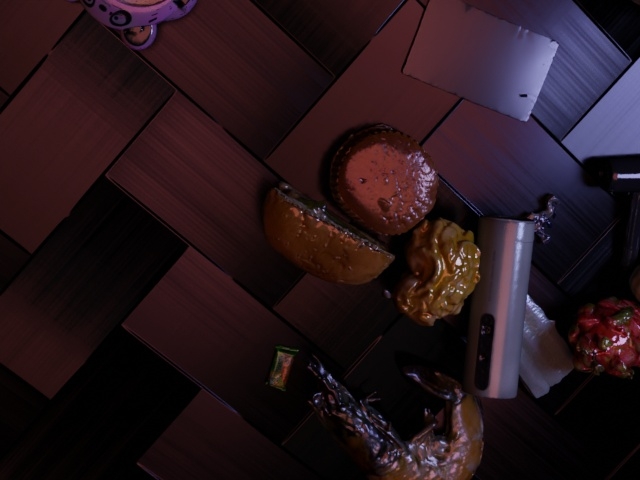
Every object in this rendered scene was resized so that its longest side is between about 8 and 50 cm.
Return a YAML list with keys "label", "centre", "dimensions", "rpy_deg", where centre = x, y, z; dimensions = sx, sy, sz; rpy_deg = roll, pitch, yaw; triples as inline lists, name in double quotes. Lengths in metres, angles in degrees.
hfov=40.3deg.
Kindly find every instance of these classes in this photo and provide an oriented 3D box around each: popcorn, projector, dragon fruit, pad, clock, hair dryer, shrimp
- label: "popcorn"
  centre: [0.217, 0.063, 1.601]
  dimensions: [0.163, 0.140, 0.194]
  rpy_deg: [33, 74, -52]
- label: "projector"
  centre: [0.330, 0.122, 1.627]
  dimensions: [0.108, 0.108, 0.338]
  rpy_deg: [4, 95, -9]
- label: "dragon fruit"
  centre: [0.554, 0.194, 1.683]
  dimensions: [0.172, 0.160, 0.167]
  rpy_deg: [-11, 79, -26]
- label: "pad"
  centre: [0.294, -0.334, 1.598]
  dimensions: [0.265, 0.009, 0.160]
  rpy_deg: [19, 100, -14]
- label: "clock"
  centre: [-0.300, -0.460, 1.437]
  dimensions: [0.227, 0.090, 0.248]
  rpy_deg: [35, 98, -15]
- label: "hair dryer"
  centre: [0.593, -0.039, 1.689]
  dimensions: [0.128, 0.070, 0.256]
  rpy_deg: [1, 108, -8]
- label: "shrimp"
  centre: [0.151, 0.343, 1.706]
  dimensions: [0.445, 0.085, 0.272]
  rpy_deg: [40, 90, -18]

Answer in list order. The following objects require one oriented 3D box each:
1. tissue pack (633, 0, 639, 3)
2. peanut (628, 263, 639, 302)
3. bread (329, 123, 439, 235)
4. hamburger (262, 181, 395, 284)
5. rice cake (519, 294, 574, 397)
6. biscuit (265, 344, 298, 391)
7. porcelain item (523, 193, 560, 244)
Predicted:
- label: "tissue pack"
  centre: [0.627, -0.525, 1.537]
  dimensions: [0.159, 0.125, 0.234]
  rpy_deg: [23, 100, -13]
- label: "peanut"
  centre: [0.745, 0.056, 1.699]
  dimensions: [0.298, 0.120, 0.136]
  rpy_deg: [-25, 119, -6]
- label: "bread"
  centre: [0.117, -0.107, 1.576]
  dimensions: [0.199, 0.104, 0.199]
  rpy_deg: [-2, 102, -9]
- label: "hamburger"
  centre: [0.000, 0.000, 1.574]
  dimensions: [0.262, 0.124, 0.131]
  rpy_deg: [32, 98, -14]
- label: "rice cake"
  centre: [0.405, 0.192, 1.723]
  dimensions: [0.127, 0.043, 0.237]
  rpy_deg: [-40, 106, 2]
- label: "biscuit"
  centre: [-0.076, 0.245, 1.678]
  dimensions: [0.046, 0.016, 0.089]
  rpy_deg: [16, 101, -12]
- label: "porcelain item"
  centre: [0.419, -0.021, 1.685]
  dimensions: [0.136, 0.021, 0.075]
  rpy_deg: [-41, 110, 3]
